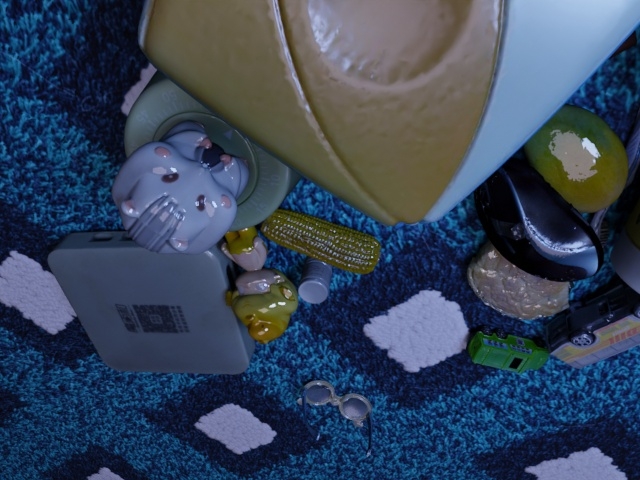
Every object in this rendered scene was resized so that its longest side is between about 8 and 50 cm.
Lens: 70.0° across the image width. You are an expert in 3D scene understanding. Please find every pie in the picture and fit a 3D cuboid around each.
[{"bbox_3d":[0.369,0.062,0.847,0.185,0.052,0.218,-9,124,14],"label":"pie"}]

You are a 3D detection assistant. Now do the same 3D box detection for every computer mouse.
[{"bbox_3d":[0.322,-0.021,0.712,0.233,0.096,0.137,50,165,11],"label":"computer mouse"}]

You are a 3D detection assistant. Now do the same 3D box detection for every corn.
[{"bbox_3d":[0.000,0.000,0.844,0.231,0.080,0.080,18,126,-5],"label":"corn"}]

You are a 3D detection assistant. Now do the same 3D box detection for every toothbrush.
[{"bbox_3d":[0.480,-0.141,0.699,0.042,0.035,0.412,-8,126,-11],"label":"toothbrush"}]

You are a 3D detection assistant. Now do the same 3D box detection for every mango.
[{"bbox_3d":[0.381,-0.126,0.695,0.195,0.091,0.130,40,126,-8],"label":"mango"}]

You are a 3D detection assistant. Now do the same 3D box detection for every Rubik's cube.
[{"bbox_3d":[0.071,-0.271,0.477,0.352,0.351,0.347,33,123,-11],"label":"Rubik's cube"}]

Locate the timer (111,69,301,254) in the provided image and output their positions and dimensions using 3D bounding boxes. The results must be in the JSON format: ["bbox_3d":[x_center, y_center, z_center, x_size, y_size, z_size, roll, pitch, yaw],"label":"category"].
[{"bbox_3d":[-0.175,-0.100,0.658,0.291,0.315,0.290,4,124,6],"label":"timer"}]

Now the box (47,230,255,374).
[{"bbox_3d":[-0.352,0.142,0.996,0.374,0.090,0.366,0,124,10],"label":"box"}]

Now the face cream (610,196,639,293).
[{"bbox_3d":[0.575,-0.011,0.660,0.219,0.218,0.179,8,124,4],"label":"face cream"}]

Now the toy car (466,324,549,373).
[{"bbox_3d":[0.395,0.235,0.957,0.165,0.062,0.071,13,125,-1],"label":"toy car"}]

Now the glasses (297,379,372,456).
[{"bbox_3d":[0.051,0.405,1.064,0.190,0.220,0.088,24,86,-6],"label":"glasses"}]

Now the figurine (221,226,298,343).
[{"bbox_3d":[-0.120,0.077,0.863,0.157,0.131,0.246,-6,108,27],"label":"figurine"}]

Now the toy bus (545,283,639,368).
[{"bbox_3d":[0.546,0.144,0.833,0.106,0.092,0.268,33,133,-11],"label":"toy bus"}]

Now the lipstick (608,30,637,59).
[{"bbox_3d":[0.258,-0.206,0.673,0.357,0.057,0.057,-28,116,26],"label":"lipstick"}]

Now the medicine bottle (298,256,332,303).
[{"bbox_3d":[-0.009,0.072,0.888,0.058,0.091,0.058,4,125,6],"label":"medicine bottle"}]
